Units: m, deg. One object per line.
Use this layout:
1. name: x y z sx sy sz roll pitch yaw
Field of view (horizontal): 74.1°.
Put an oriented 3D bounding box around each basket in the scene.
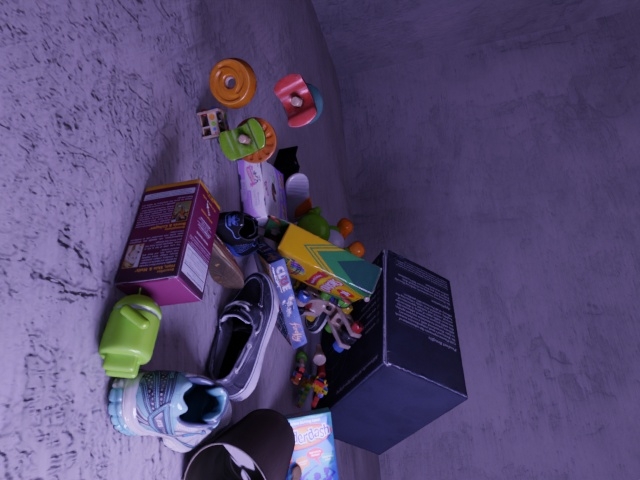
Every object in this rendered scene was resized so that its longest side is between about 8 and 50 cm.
1. basket: -0.132 0.419 0.785 0.227 0.154 0.205 -15 97 -81

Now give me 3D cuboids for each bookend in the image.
1. bookend: -0.102 -0.222 1.487 0.156 0.072 0.157 -82 160 -52

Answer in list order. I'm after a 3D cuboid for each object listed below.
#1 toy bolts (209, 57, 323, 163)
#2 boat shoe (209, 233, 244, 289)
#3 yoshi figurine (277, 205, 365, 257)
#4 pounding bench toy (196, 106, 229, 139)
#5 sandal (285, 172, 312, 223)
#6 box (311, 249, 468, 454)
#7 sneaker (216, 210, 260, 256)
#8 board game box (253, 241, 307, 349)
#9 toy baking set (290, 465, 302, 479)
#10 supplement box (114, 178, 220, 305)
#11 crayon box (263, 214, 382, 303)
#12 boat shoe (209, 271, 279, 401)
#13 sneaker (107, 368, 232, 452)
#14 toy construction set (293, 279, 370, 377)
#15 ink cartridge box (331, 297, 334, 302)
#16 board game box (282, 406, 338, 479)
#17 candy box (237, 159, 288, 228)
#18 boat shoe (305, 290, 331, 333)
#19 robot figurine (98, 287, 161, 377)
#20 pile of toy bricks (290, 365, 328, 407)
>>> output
1. toy bolts: -0.109 -0.298 0.936 0.158 0.228 0.219 -48 121 -73
2. boat shoe: -0.205 0.038 0.881 0.178 0.064 0.060 64 22 -45
3. yoshi figurine: 0.021 -0.008 1.428 0.362 0.203 0.203 -4 104 -52
4. pounding bench toy: -0.236 -0.268 0.967 0.083 0.052 0.065 -52 132 -73
5. sandal: -0.083 -0.150 1.381 0.265 0.101 0.076 98 -32 -58
6. box: 0.212 0.383 1.461 0.480 0.297 0.472 -55 -166 38
7. sneaker: -0.175 -0.013 0.984 0.232 0.090 0.082 32 50 -73
8. board game box: -0.109 0.139 1.106 0.165 0.042 0.244 32 -42 62
9. toy baking set: -0.111 0.578 0.932 0.256 0.030 0.197 48 34 -28
10. supplement box: -0.235 0.003 0.676 0.081 0.103 0.188 65 21 -53
11. crayon box: -0.018 0.060 1.147 0.081 0.318 0.202 -65 -175 -20
12. boat shoe: -0.166 0.175 0.897 0.102 0.108 0.302 69 24 -44
13. sneaker: -0.191 0.268 0.660 0.283 0.122 0.110 59 26 -61
14. toy construction set: 0.002 0.253 1.400 0.237 0.257 0.309 -99 -163 -71
15. ink cartridge box: 0.014 0.190 1.729 0.208 0.045 0.207 -54 141 -34
16. board game box: -0.042 0.541 1.058 0.047 0.159 0.211 139 -57 -79
17. candy box: -0.157 -0.127 1.188 0.196 0.070 0.165 25 58 -76
18. boat shoe: -0.015 0.187 1.560 0.091 0.114 0.303 37 50 -36
19. robot figurine: -0.258 0.125 0.579 0.101 0.066 0.115 110 -15 -52
20. pile of toy bricks: -0.044 0.463 1.296 0.212 0.117 0.105 93 23 -68
